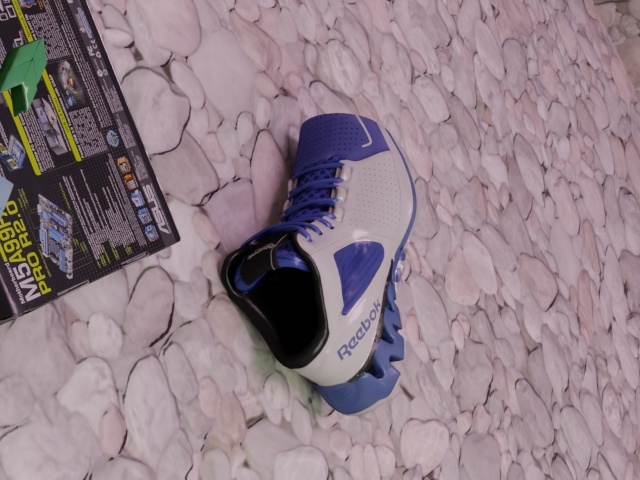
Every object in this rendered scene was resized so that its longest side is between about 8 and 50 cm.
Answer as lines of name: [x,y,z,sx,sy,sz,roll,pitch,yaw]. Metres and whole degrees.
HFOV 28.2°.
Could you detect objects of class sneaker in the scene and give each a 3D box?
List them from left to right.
sneaker: [0.000,0.001,1.264,0.182,0.127,0.315,30,53,-50]

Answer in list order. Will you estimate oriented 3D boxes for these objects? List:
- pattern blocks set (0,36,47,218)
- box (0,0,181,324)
pattern blocks set: [-0.306,-0.148,0.777,0.325,0.026,0.285,28,56,-41]
box: [-0.238,-0.088,1.007,0.216,0.060,0.270,-30,100,-57]
